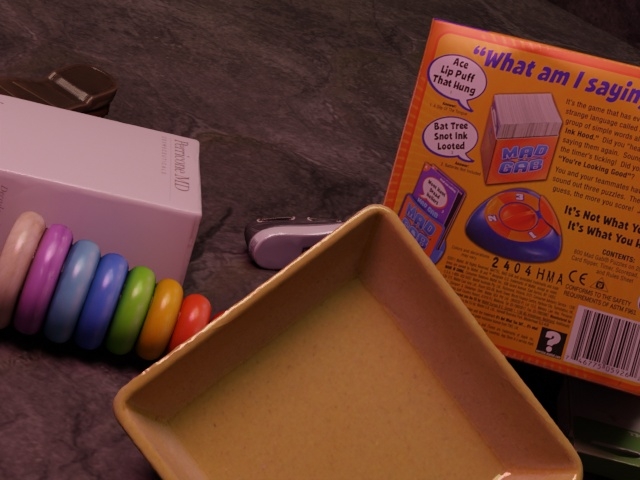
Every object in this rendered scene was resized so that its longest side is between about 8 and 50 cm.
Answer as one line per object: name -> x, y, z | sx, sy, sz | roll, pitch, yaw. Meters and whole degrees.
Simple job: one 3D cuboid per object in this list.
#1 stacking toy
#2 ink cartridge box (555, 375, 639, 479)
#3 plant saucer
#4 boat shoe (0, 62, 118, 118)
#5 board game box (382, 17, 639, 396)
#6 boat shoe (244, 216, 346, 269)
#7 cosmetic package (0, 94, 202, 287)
stacking toy -> -0.211, 0.084, 1.747 | 0.330, 0.141, 0.141 | 20, 24, -6
ink cartridge box -> 0.348, 0.238, 1.856 | 0.109, 0.062, 0.209 | 16, 24, 0
plant saucer -> 0.024, 0.189, 1.412 | 0.333, 0.081, 0.333 | -36, 89, -22
boat shoe -> -0.405, -0.170, 2.168 | 0.110, 0.104, 0.307 | 38, 29, 21
board game box -> 0.289, -0.033, 1.862 | 0.356, 0.356, 0.356 | 16, 2, 15
boat shoe -> 0.000, 0.000, 2.117 | 0.228, 0.080, 0.076 | -3, 32, -22
cosmetic package -> -0.384, -0.063, 1.886 | 0.453, 0.162, 0.230 | 12, 25, -12
